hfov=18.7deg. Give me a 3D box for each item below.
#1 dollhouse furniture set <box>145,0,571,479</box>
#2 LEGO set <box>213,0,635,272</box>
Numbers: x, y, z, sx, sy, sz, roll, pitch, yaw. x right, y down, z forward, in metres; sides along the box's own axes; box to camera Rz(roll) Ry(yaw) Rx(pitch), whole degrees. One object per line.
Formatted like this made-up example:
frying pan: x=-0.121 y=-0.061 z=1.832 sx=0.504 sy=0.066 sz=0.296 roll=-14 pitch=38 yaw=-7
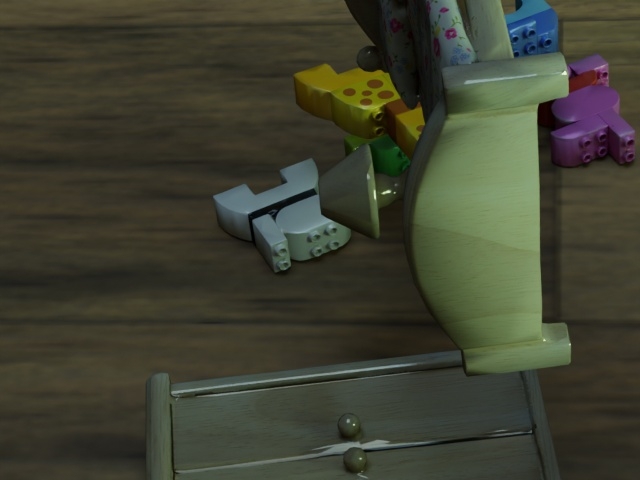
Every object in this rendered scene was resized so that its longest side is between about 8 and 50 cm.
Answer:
dollhouse furniture set: x=0.000 y=0.000 z=0.711 sx=0.174 sy=0.355 sz=0.303 roll=-7 pitch=42 yaw=0
LEGO set: x=0.064 y=-0.053 z=0.966 sx=0.227 sy=0.087 sz=0.093 roll=-22 pitch=43 yaw=-15
